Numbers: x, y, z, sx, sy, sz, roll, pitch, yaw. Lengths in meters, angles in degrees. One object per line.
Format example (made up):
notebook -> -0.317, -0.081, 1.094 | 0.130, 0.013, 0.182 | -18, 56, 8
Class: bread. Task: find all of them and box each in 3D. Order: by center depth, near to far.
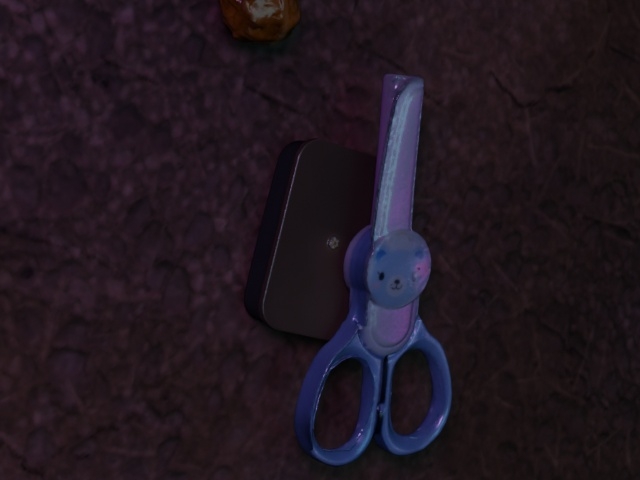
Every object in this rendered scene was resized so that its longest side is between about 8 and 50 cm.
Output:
bread -> -0.046, -0.194, 1.021 | 0.052, 0.044, 0.157 | -20, 109, -28

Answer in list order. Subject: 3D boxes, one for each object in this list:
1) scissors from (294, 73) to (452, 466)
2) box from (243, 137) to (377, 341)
scissors -> 0.042, 0.020, 1.096 | 0.125, 0.030, 0.256 | -5, 104, -38
box -> 0.000, 0.000, 1.100 | 0.091, 0.031, 0.126 | 13, 90, -38
